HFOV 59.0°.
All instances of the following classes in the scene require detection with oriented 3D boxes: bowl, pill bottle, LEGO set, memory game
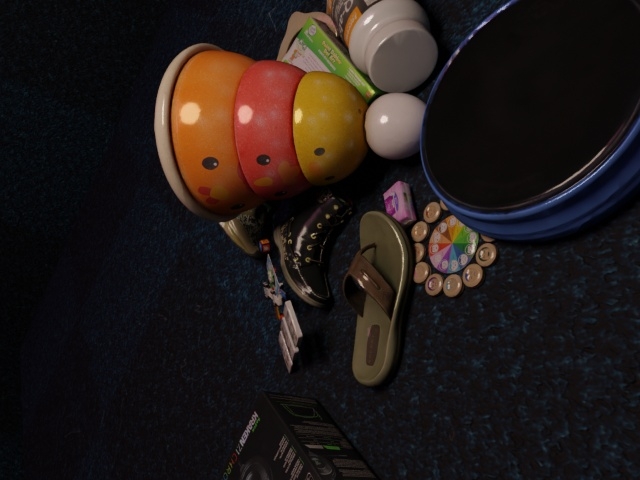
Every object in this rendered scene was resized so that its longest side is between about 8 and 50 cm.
[{"bbox_3d":[0.305,-0.192,0.807,0.391,0.077,0.391,-27,52,42],"label":"bowl"},{"bbox_3d":[0.118,-0.419,1.101,0.162,0.162,0.279,-46,42,30],"label":"pill bottle"},{"bbox_3d":[-0.073,0.119,1.136,0.182,0.060,0.244,103,149,-55],"label":"LEGO set"},{"bbox_3d":[0.210,0.002,0.906,0.186,0.012,0.186,-27,54,44],"label":"memory game"}]

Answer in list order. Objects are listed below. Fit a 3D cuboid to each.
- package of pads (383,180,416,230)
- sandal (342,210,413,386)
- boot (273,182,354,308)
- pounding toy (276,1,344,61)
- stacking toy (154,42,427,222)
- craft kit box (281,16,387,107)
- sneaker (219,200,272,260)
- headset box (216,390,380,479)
[{"bbox_3d":[0.141,-0.058,1.006,0.050,0.031,0.083,-43,42,43],"label":"package of pads"},{"bbox_3d":[0.086,0.091,0.955,0.120,0.086,0.303,-17,63,55],"label":"sandal"},{"bbox_3d":[-0.002,-0.001,1.128,0.179,0.085,0.236,-48,42,23],"label":"boot"},{"bbox_3d":[0.015,-0.450,1.323,0.154,0.154,0.270,40,121,28],"label":"pounding toy"},{"bbox_3d":[-0.029,-0.211,1.057,0.479,0.350,0.351,0,72,24],"label":"stacking toy"},{"bbox_3d":[-0.011,-0.302,1.223,0.247,0.061,0.250,-50,64,33],"label":"craft kit box"},{"bbox_3d":[-0.155,-0.149,1.368,0.182,0.158,0.411,-25,58,24],"label":"sneaker"},{"bbox_3d":[-0.041,0.436,0.928,0.283,0.131,0.246,39,106,52],"label":"headset box"}]
